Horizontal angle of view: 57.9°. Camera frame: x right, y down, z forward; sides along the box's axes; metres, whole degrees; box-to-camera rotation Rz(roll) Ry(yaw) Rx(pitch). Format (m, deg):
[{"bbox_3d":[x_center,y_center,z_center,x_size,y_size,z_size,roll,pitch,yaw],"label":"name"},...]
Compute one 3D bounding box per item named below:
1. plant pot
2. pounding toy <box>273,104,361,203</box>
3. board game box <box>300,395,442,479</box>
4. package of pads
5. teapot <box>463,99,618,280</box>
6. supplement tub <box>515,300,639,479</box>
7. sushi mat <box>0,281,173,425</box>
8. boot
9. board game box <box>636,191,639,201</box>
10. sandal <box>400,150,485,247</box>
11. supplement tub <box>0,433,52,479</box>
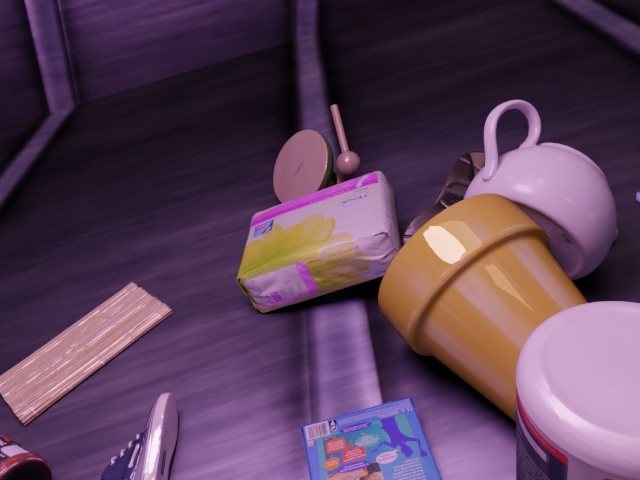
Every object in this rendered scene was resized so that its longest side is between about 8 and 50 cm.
[{"bbox_3d":[0.247,0.104,0.793,0.254,0.254,0.239,-26,53,-16],"label":"plant pot"},{"bbox_3d":[0.006,-0.167,1.328,0.237,0.110,0.182,-34,57,36],"label":"pounding toy"},{"bbox_3d":[0.070,0.308,0.721,0.160,0.047,0.210,-14,35,-1],"label":"board game box"},{"bbox_3d":[0.000,0.000,1.077,0.297,0.101,0.229,-19,32,15],"label":"package of pads"},{"bbox_3d":[0.369,-0.072,0.945,0.253,0.256,0.187,30,71,22],"label":"teapot"},{"bbox_3d":[0.295,0.214,0.578,0.191,0.272,0.191,-9,36,7],"label":"supplement tub"},{"bbox_3d":[-0.438,0.194,1.077,0.152,0.019,0.317,20,48,40],"label":"sushi mat"},{"bbox_3d":[-0.260,0.303,0.822,0.086,0.069,0.190,-8,37,3],"label":"boot"},{"bbox_3d":[0.654,-0.075,1.066,0.090,0.020,0.090,-19,36,-5],"label":"board game box"},{"bbox_3d":[0.255,-0.039,1.092,0.120,0.086,0.302,30,68,20],"label":"sandal"},{"bbox_3d":[-0.490,0.330,0.834,0.198,0.106,0.106,11,42,30],"label":"supplement tub"}]
